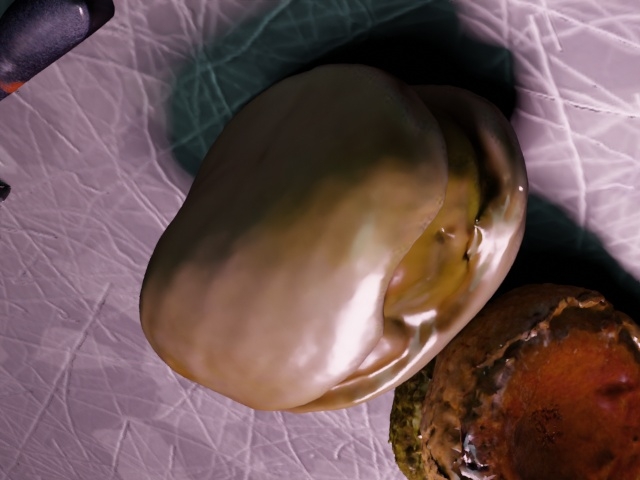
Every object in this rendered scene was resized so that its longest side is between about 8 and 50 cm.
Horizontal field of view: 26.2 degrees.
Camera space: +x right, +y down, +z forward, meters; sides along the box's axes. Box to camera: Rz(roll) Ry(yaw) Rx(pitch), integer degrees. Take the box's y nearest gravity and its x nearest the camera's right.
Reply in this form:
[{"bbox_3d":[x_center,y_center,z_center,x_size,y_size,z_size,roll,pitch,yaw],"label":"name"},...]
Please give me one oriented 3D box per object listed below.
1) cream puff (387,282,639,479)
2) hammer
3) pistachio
[{"bbox_3d":[0.117,0.113,0.916,0.183,0.183,0.169,48,160,-23],"label":"cream puff"},{"bbox_3d":[-0.226,-0.101,0.937,0.137,0.037,0.290,44,136,-19],"label":"hammer"},{"bbox_3d":[0.000,0.000,0.852,0.166,0.197,0.288,4,146,-47],"label":"pistachio"}]
